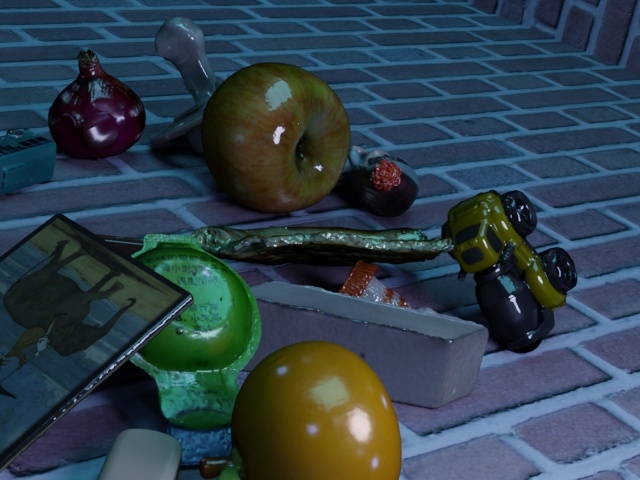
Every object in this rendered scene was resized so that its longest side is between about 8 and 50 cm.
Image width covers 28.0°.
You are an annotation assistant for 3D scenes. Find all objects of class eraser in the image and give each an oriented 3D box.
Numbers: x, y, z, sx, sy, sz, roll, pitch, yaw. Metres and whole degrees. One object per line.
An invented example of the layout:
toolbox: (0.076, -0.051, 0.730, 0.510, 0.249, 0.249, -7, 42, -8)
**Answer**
eraser: (0.045, 0.138, 1.718, 0.353, 0.111, 0.077, 12, 24, 1)

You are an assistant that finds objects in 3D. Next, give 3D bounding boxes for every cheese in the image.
cheese: (-0.162, 0.128, 1.573, 0.204, 0.083, 0.320, 2, 58, -24)

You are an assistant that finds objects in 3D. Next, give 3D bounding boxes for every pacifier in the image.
pacifier: (-0.211, -0.278, 2.432, 0.273, 0.220, 0.332, 28, 24, 2)

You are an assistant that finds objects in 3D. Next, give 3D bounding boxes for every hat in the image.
hat: (0.099, 0.102, 1.886, 0.162, 0.093, 0.112, 32, 36, 2)

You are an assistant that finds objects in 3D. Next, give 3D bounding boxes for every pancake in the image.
pancake: (-0.001, 0.000, 1.923, 0.427, 0.066, 0.305, 2, -5, -20)

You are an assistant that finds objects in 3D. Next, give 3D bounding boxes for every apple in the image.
apple: (-0.086, -0.180, 2.217, 0.264, 0.264, 0.264, 9, 23, -4)

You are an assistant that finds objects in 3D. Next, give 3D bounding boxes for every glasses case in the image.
glasses case: (-0.201, 0.272, 1.382, 0.083, 0.050, 0.196, 14, 24, 0)

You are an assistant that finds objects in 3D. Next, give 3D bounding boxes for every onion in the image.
onion: (-0.399, -0.232, 2.266, 0.173, 0.198, 0.135, -12, 34, -7)

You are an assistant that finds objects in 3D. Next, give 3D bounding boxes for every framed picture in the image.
framed picture: (-0.354, 0.120, 1.504, 0.265, 0.016, 0.347, 29, 59, 34)

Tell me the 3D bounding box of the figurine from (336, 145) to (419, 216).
figurine: (0.066, -0.122, 2.317, 0.246, 0.110, 0.138, 24, 4, 40)

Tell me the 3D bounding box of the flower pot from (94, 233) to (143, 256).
flower pot: (-0.262, 0.083, 1.746, 0.179, 0.084, 0.251, 6, 23, -10)

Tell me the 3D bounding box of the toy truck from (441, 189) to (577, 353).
toy truck: (0.270, 0.047, 1.909, 0.147, 0.224, 0.165, -25, 18, 33)

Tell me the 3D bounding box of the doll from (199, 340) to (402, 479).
doll: (-0.032, 0.221, 1.408, 0.236, 0.213, 0.213, -13, 31, -18)

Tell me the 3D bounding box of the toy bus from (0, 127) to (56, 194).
toy bus: (-0.516, -0.126, 2.114, 0.092, 0.079, 0.160, 23, 24, 24)
